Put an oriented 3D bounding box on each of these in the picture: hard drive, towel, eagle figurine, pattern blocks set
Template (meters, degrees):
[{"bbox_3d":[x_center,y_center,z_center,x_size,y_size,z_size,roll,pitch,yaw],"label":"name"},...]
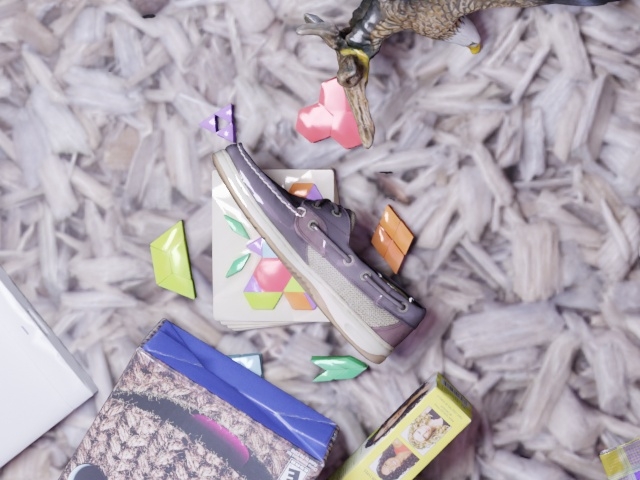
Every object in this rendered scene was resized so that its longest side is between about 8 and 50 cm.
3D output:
[{"bbox_3d":[-0.430,0.182,2.004,0.307,0.040,0.203,-38,92,8],"label":"hard drive"},{"bbox_3d":[0.344,0.257,1.956,0.060,0.009,0.083,-20,94,7],"label":"towel"},{"bbox_3d":[0.134,-0.262,1.831,0.298,0.225,0.226,-32,83,19],"label":"eagle figurine"},{"bbox_3d":[-0.044,0.005,1.954,0.285,0.026,0.324,-15,96,7],"label":"pattern blocks set"}]

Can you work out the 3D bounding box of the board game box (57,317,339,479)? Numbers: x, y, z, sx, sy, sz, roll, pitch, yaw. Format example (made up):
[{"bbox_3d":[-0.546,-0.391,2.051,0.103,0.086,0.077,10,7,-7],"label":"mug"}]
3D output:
[{"bbox_3d":[-0.156,0.274,1.927,0.232,0.141,0.291,31,103,1],"label":"board game box"}]

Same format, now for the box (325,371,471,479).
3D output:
[{"bbox_3d":[0.064,0.247,1.944,0.058,0.087,0.232,43,97,-2],"label":"box"}]

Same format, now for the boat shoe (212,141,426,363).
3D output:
[{"bbox_3d":[0.000,0.000,1.888,0.092,0.103,0.285,-40,97,2],"label":"boat shoe"}]
